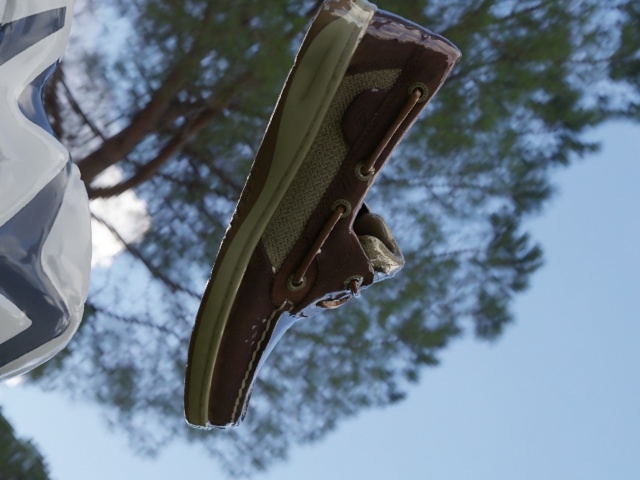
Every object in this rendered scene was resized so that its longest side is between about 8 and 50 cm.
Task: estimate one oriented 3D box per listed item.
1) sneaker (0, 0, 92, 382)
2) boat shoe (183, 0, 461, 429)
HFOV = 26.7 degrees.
[{"bbox_3d":[-0.158,-0.074,0.400,0.094,0.153,0.235,-22,-114,38],"label":"sneaker"},{"bbox_3d":[0.000,0.000,0.954,0.123,0.123,0.342,22,-73,0],"label":"boat shoe"}]
